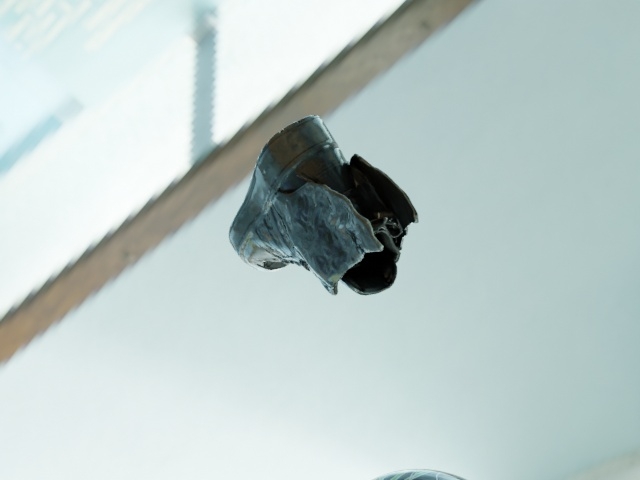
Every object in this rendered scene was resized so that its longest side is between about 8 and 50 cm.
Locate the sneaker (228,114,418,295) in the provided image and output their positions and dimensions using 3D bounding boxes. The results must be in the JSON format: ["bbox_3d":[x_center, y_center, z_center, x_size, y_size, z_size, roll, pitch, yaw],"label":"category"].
[{"bbox_3d":[0.002,-0.001,0.947,0.051,0.089,0.170,-30,162,-21],"label":"sneaker"}]

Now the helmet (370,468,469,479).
[{"bbox_3d":[0.079,0.257,1.453,0.169,0.162,0.169,-9,-175,1],"label":"helmet"}]
